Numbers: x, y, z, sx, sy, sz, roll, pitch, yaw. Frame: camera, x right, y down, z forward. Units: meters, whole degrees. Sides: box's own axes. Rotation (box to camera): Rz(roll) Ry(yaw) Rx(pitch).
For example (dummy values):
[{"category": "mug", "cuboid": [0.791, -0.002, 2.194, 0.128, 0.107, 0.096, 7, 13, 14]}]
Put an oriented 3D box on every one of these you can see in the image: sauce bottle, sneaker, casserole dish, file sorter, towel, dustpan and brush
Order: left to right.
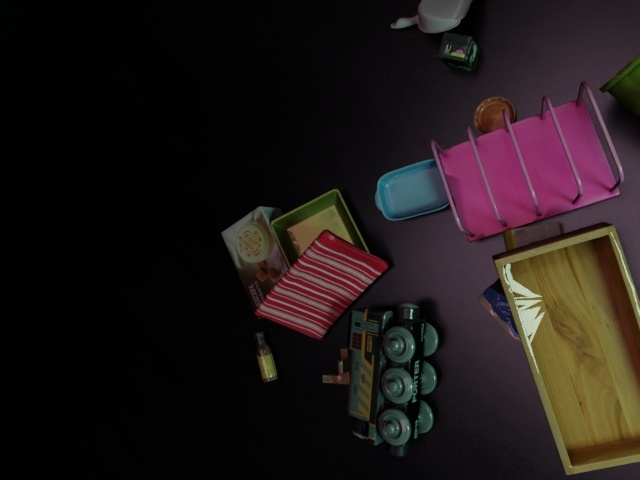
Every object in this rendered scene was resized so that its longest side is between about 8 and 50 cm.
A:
[{"category": "sauce bottle", "cuboid": [-0.144, 0.302, 1.393, 0.042, 0.042, 0.128, -21, 77, 28]}, {"category": "towel", "cuboid": [0.004, 0.110, 1.234, 0.275, 0.199, 0.031, -49, 32, 21]}, {"category": "casserole dish", "cuboid": [0.213, -0.111, 1.195, 0.189, 0.037, 0.114, -15, 83, 29]}, {"category": "dustpan and brush", "cuboid": [0.238, -0.494, 1.161, 0.211, 0.060, 0.147, 11, 62, 35]}, {"category": "sneaker", "cuboid": [0.399, 0.141, 1.076, 0.152, 0.058, 0.084, 50, 121, 27]}, {"category": "file sorter", "cuboid": [0.377, -0.140, 1.000, 0.291, 0.182, 0.202, -20, 80, 20]}]

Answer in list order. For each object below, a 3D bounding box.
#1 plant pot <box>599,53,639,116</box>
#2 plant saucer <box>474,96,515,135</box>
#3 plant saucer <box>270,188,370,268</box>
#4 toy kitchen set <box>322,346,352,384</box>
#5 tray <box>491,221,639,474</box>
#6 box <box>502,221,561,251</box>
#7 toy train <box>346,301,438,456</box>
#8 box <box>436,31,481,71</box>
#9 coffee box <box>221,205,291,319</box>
[{"category": "plant pot", "cuboid": [0.689, -0.225, 0.777, 0.366, 0.366, 0.353, -42, 82, 22]}, {"category": "plant saucer", "cuboid": [0.365, -0.258, 1.123, 0.084, 0.013, 0.083, 0, 90, 29]}, {"category": "plant saucer", "cuboid": [0.000, 0.000, 1.287, 0.189, 0.045, 0.188, -27, 76, 7]}, {"category": "toy kitchen set", "cuboid": [0.035, 0.299, 1.275, 0.075, 0.068, 0.083, -5, 87, 29]}, {"category": "tray", "cuboid": [0.475, 0.193, 0.962, 0.203, 0.076, 0.410, -19, 91, 15]}, {"category": "box", "cuboid": [0.428, 0.060, 1.043, 0.105, 0.043, 0.179, -8, 82, -8]}, {"category": "toy train", "cuboid": [0.147, 0.295, 1.183, 0.190, 0.142, 0.333, 6, 95, 41]}, {"category": "box", "cuboid": [0.291, -0.395, 1.124, 0.062, 0.083, 0.052, 22, 100, 27]}, {"category": "coffee box", "cuboid": [-0.129, 0.055, 1.350, 0.141, 0.098, 0.246, -31, 75, 25]}]
